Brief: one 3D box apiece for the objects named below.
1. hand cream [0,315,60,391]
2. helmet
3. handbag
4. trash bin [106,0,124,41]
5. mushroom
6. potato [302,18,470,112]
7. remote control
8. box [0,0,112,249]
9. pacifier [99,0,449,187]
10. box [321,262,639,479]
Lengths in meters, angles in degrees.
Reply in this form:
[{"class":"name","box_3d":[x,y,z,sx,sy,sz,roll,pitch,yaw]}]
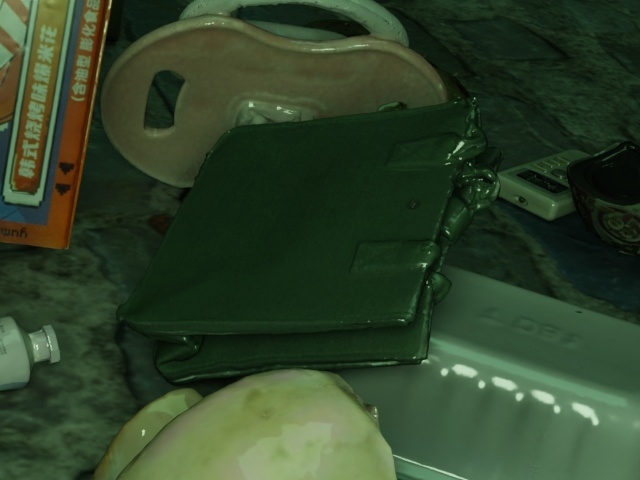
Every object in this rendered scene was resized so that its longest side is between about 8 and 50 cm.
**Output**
[{"class":"hand cream","box_3d":[-0.260,0.090,1.196,0.142,0.053,0.084,-13,31,-19]},{"class":"helmet","box_3d":[0.349,-0.034,1.732,0.177,0.107,0.153,-7,28,0]},{"class":"handbag","box_3d":[-0.001,-0.001,1.273,0.260,0.079,0.247,-6,39,28]},{"class":"trash bin","box_3d":[-0.352,-0.338,1.939,0.240,0.164,0.122,3,25,-22]},{"class":"mushroom","box_3d":[-0.069,0.160,0.989,0.173,0.162,0.236,-5,28,-41]},{"class":"potato","box_3d":[0.053,-0.144,1.745,0.165,0.165,0.262,-3,29,-34]},{"class":"remote control","box_3d":[0.272,-0.065,1.845,0.087,0.029,0.190,29,27,30]},{"class":"box","box_3d":[-0.338,-0.202,1.368,0.318,0.348,0.257,10,12,-11]},{"class":"pacifier","box_3d":[-0.041,-0.101,1.539,0.332,0.273,0.220,7,-2,-12]},{"class":"box","box_3d":[0.142,0.109,1.291,0.337,0.106,0.264,17,24,8]}]
